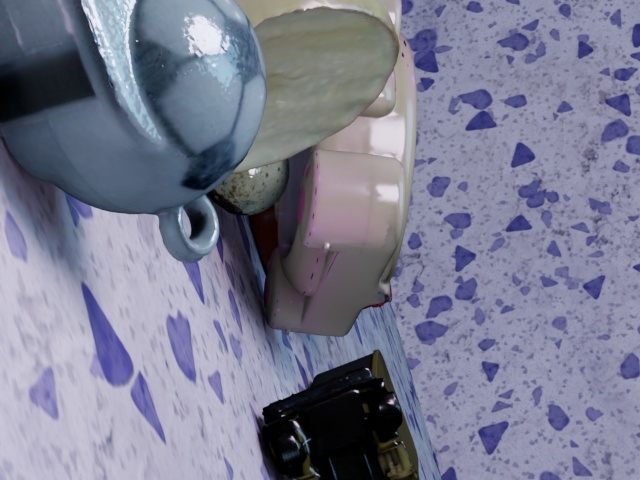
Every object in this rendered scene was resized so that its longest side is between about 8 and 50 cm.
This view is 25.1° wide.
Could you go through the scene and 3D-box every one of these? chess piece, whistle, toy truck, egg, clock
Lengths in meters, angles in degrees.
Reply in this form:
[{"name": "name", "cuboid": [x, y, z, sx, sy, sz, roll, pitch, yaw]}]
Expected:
[{"name": "chess piece", "cuboid": [-0.106, -0.300, 1.215, 0.234, 0.234, 0.442, 57, 12, -68]}, {"name": "whistle", "cuboid": [-0.118, -0.122, 0.829, 0.163, 0.163, 0.289, -83, 154, -77]}, {"name": "toy truck", "cuboid": [0.036, 0.247, 1.297, 0.127, 0.127, 0.257, -170, -120, -80]}, {"name": "egg", "cuboid": [-0.073, -0.065, 1.400, 0.110, 0.085, 0.085, -82, 153, -66]}, {"name": "clock", "cuboid": [0.020, -0.082, 1.458, 0.284, 0.114, 0.309, 111, -16, -62]}]

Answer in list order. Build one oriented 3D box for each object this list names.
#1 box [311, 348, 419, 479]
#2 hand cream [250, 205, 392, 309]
[{"name": "box", "cuboid": [0.046, 0.215, 1.596, 0.201, 0.090, 0.144, -71, 142, -80]}, {"name": "hand cream", "cuboid": [0.000, 0.000, 1.682, 0.193, 0.125, 0.193, -19, 90, -85]}]
